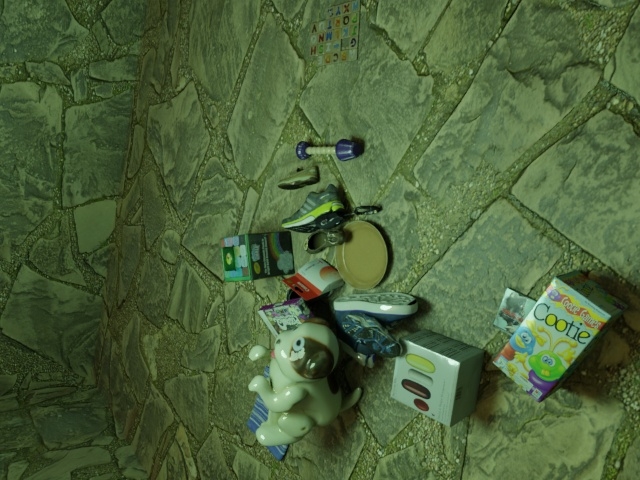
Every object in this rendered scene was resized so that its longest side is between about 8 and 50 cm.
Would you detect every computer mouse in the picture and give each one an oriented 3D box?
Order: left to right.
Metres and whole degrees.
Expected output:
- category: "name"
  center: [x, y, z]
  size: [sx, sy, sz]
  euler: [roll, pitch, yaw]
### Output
- category: "computer mouse"
  center: [0.089, -0.074, 1.694]
  size: [0.242, 0.071, 0.041]
  euler: [-14, 63, 30]

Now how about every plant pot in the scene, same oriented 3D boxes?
- category: "plant pot"
  center: [0.143, 0.050, 1.705]
  size: [0.236, 0.032, 0.236]
  euler: [5, 96, 45]

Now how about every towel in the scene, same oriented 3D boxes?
- category: "towel"
  center: [-0.197, 0.725, 2.096]
  size: [0.243, 0.040, 0.336]
  euler: [35, 117, 38]

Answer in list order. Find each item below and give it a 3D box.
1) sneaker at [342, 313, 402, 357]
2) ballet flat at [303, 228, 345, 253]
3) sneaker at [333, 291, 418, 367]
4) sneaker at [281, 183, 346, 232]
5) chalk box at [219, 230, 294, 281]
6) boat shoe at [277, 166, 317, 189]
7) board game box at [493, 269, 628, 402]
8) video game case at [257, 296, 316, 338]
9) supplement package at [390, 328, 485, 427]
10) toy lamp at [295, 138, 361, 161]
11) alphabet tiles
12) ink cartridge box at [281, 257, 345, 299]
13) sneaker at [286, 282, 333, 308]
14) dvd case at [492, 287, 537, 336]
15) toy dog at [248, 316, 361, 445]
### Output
- category: "sneaker"
  center: [0.164, 0.272, 1.487]
  size: [0.211, 0.081, 0.080]
  euler: [31, 121, 38]
- category: "ballet flat"
  center: [0.000, 0.000, 1.801]
  size: [0.250, 0.058, 0.084]
  euler: [-12, 75, 57]
- category: "sneaker"
  center: [0.189, 0.299, 1.625]
  size: [0.322, 0.130, 0.236]
  euler: [-5, 100, 41]
- category: "sneaker"
  center: [-0.028, -0.110, 1.829]
  size: [0.300, 0.111, 0.121]
  euler: [-20, 64, 39]
- category: "chalk box"
  center: [-0.271, 0.063, 1.943]
  size: [0.179, 0.289, 0.180]
  euler: [-8, 87, 45]
- category: "boat shoe"
  center: [-0.085, -0.241, 1.901]
  size: [0.190, 0.068, 0.072]
  euler: [-6, 76, 36]
- category: "board game box"
  center: [0.572, 0.228, 1.200]
  size: [0.142, 0.144, 0.275]
  euler: [43, 122, 34]
- category: "video game case"
  center: [-0.095, 0.313, 1.805]
  size: [0.232, 0.042, 0.210]
  euler: [-18, 110, 44]
- category: "supplement package"
  center: [0.337, 0.389, 1.448]
  size: [0.203, 0.149, 0.194]
  euler: [15, 104, 43]
- category: "toy lamp"
  center: [0.028, -0.320, 1.764]
  size: [0.274, 0.080, 0.080]
  euler: [13, 102, 45]
- category: "alphabet tiles"
  center: [0.046, -0.725, 1.762]
  size: [0.237, 0.009, 0.198]
  euler: [10, 100, 44]
- category: "ink cartridge box"
  center: [-0.025, 0.134, 1.775]
  size: [0.145, 0.179, 0.045]
  euler: [35, 128, 38]
- category: "sneaker"
  center: [-0.092, 0.224, 1.875]
  size: [0.295, 0.147, 0.105]
  euler: [-39, 68, 41]
- category: "dvd case"
  center: [0.522, 0.198, 1.342]
  size: [0.087, 0.013, 0.119]
  euler: [30, 114, 40]
- category: "toy dog"
  center: [-0.052, 0.454, 1.649]
  size: [0.395, 0.285, 0.408]
  euler: [7, 125, 3]
